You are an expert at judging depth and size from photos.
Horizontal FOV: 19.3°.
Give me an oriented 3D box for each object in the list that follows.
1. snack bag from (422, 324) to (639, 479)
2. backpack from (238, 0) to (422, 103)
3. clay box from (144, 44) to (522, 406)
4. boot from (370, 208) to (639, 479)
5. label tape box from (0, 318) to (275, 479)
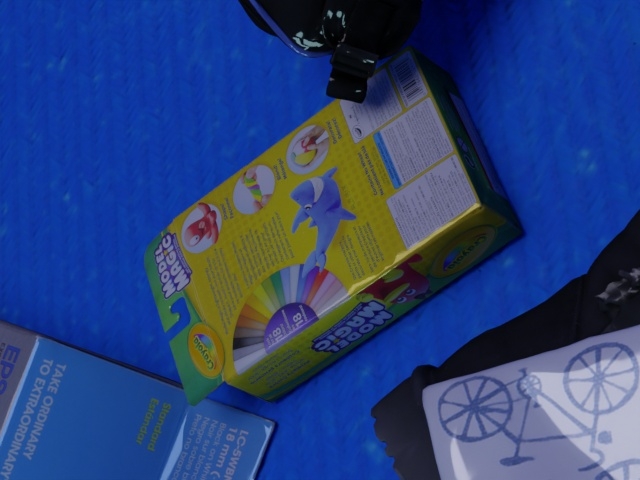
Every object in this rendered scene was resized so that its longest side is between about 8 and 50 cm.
[{"bbox_3d":[0.216,0.171,0.708,0.323,0.037,0.342,-16,64,15],"label":"snack bag"},{"bbox_3d":[0.025,-0.267,1.097,0.263,0.276,0.213,-34,23,3],"label":"backpack"},{"bbox_3d":[0.000,0.000,1.123,0.222,0.053,0.127,-36,53,21],"label":"clay box"},{"bbox_3d":[0.269,0.069,0.845,0.445,0.146,0.367,-40,54,12],"label":"boot"},{"bbox_3d":[-0.218,0.169,1.181,0.334,0.106,0.240,14,80,40],"label":"label tape box"}]
